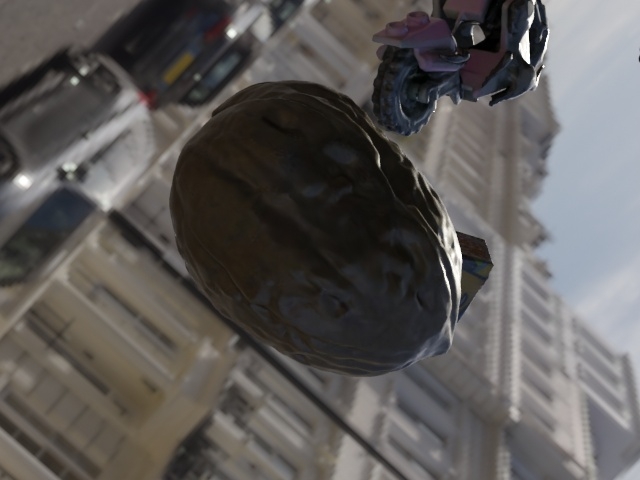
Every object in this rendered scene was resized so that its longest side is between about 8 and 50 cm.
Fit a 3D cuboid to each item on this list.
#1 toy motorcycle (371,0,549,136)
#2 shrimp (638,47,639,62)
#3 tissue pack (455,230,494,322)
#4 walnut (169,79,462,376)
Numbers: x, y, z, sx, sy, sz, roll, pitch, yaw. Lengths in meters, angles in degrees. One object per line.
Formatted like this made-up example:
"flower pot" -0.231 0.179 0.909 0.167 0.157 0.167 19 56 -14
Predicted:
"toy motorcycle" 0.161 -0.243 1.540 0.143 0.188 0.327 18 -147 36
"shrimp" 0.278 -0.186 0.854 0.164 0.062 0.317 -28 -165 39
"tissue pack" 0.099 0.030 1.517 0.060 0.148 0.108 -95 -153 -50
"walnut" 0.001 -0.001 0.939 0.178 0.230 0.178 -47 -179 1
